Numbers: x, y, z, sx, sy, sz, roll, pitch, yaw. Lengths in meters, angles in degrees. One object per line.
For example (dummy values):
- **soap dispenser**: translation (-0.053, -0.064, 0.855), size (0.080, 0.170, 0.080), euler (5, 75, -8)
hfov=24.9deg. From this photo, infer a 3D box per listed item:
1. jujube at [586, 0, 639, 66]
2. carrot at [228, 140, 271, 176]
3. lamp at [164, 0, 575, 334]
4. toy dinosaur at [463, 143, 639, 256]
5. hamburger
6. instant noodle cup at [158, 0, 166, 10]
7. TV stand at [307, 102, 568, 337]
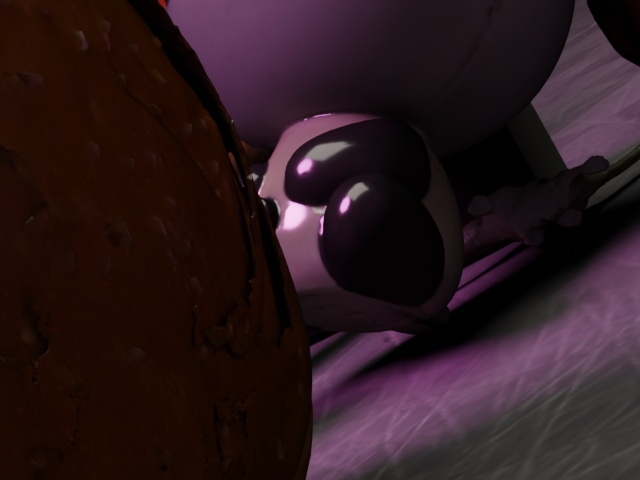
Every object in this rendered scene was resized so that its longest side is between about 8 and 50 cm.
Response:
- **jujube**: translation (0.260, -0.211, 0.627), size (0.376, 0.258, 0.258), euler (-34, 4, 27)
- **carrot**: translation (-0.087, 0.029, 0.724), size (0.342, 0.070, 0.070), euler (-56, 17, -26)
- **lamp**: translation (0.017, -0.083, 0.652), size (0.198, 0.197, 0.244), euler (-23, 53, 54)
- **toy dinosaur**: translation (0.101, -0.013, 0.705), size (0.180, 0.037, 0.058), euler (-25, -10, -1)
- **hamburger**: translation (-0.127, 0.035, 0.399), size (0.211, 0.260, 0.245), euler (-25, 27, 16)
- **instant noodle cup**: translation (-0.065, -0.067, 1.025), size (0.243, 0.231, 0.243), euler (-30, 6, 3)
- **TV stand**: translation (0.000, 0.000, 0.817), size (0.269, 0.088, 0.083), euler (-28, 8, 23)
